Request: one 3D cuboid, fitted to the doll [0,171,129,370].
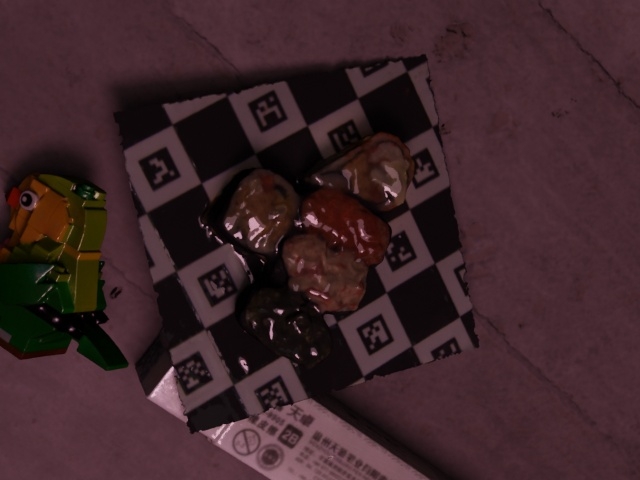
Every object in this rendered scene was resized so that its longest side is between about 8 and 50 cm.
[{"bbox_3d":[-0.250,0.028,1.386,0.134,0.106,0.186,0,90,25],"label":"doll"}]

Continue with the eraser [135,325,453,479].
[{"bbox_3d":[-0.003,0.218,1.522,0.404,0.096,0.098,36,94,-21],"label":"eraser"}]

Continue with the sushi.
[{"bbox_3d":[0.000,0.000,1.415,0.339,0.069,0.320,-13,97,-22],"label":"sushi"}]
